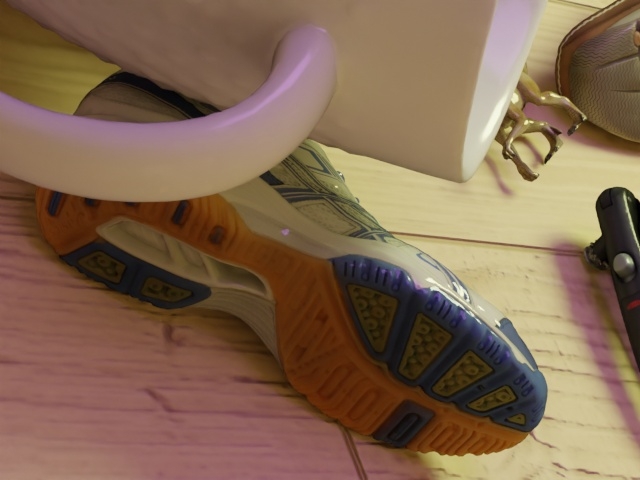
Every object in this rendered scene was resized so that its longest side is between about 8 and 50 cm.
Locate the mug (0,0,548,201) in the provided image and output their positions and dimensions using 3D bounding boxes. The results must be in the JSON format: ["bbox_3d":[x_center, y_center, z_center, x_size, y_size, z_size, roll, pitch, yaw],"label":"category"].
[{"bbox_3d":[-0.057,-0.171,0.925,0.328,0.276,0.374,18,55,9],"label":"mug"}]

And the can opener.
[{"bbox_3d":[0.210,0.043,1.199,0.059,0.073,0.186,22,49,-35],"label":"can opener"}]

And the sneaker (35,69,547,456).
[{"bbox_3d":[0.000,0.000,1.012,0.296,0.112,0.131,33,37,-12],"label":"sneaker"}]

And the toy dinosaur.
[{"bbox_3d":[0.129,-0.096,1.270,0.092,0.053,0.183,41,37,2],"label":"toy dinosaur"}]

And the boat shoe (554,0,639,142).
[{"bbox_3d":[0.280,-0.155,1.430,0.324,0.123,0.116,-17,31,-39],"label":"boat shoe"}]
